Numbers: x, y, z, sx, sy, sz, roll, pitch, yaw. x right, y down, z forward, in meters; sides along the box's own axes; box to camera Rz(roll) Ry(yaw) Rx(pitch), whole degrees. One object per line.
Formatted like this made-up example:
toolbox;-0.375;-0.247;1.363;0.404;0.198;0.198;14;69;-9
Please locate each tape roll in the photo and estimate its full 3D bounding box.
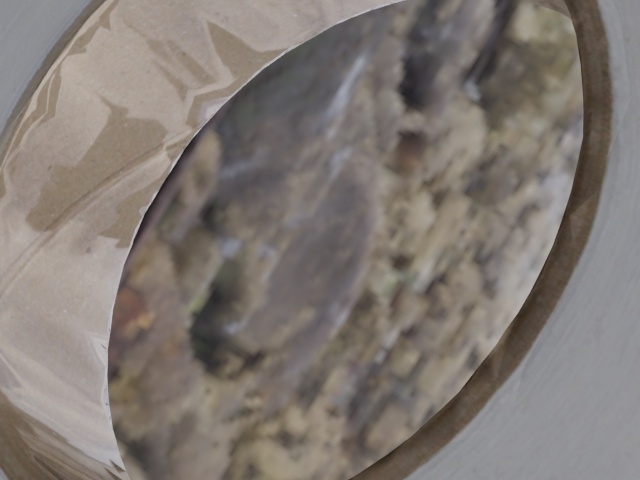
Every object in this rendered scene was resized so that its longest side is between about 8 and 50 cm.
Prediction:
tape roll;0.000;0.000;0.535;0.392;0.392;0.072;-58;138;-7
